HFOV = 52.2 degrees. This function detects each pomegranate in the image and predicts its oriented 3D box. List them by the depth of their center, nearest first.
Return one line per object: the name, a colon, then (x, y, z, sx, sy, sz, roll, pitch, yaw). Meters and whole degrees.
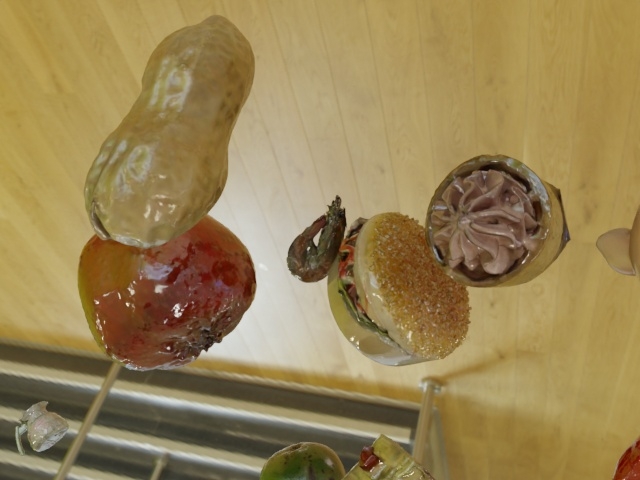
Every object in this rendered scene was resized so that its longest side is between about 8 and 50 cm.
pomegranate: (-0.026, 0.507, 1.264, 0.181, 0.181, 0.224, -11, 96, 33)

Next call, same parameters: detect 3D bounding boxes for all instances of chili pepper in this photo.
chili pepper: (0.383, 0.280, 0.790, 0.050, 0.059, 0.191, 36, 118, 28)

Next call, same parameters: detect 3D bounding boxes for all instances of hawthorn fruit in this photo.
hawthorn fruit: (-0.274, 0.047, 1.107, 0.330, 0.287, 0.287, 55, 146, 18)

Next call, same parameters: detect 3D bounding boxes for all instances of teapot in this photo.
teapot: (-0.460, 0.306, 1.062, 0.064, 0.083, 0.064, 45, 157, 13)

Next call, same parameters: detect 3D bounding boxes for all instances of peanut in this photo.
peanut: (-0.160, -0.131, 0.756, 0.149, 0.314, 0.149, 13, 159, 5)

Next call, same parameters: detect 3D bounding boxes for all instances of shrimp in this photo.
shrimp: (0.000, 0.000, 1.256, 0.101, 0.042, 0.190, 18, 110, -17)

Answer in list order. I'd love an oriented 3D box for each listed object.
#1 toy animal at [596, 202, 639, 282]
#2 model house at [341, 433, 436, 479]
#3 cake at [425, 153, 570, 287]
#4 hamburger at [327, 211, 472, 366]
toy animal: (0.394, -0.038, 0.600, 0.154, 0.250, 0.166, 46, -172, 11)
model house: (0.079, 0.387, 0.849, 0.160, 0.196, 0.254, 22, 151, 57)
cake: (0.242, -0.034, 0.933, 0.207, 0.185, 0.178, -42, 152, 12)
hamburger: (0.153, 0.092, 1.207, 0.302, 0.302, 0.170, 33, 136, -18)
